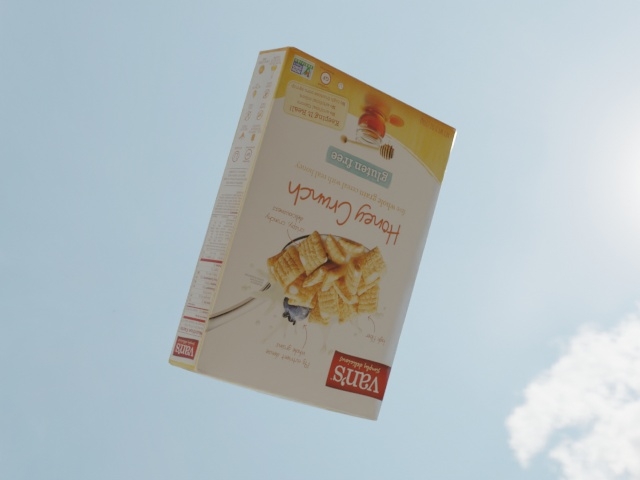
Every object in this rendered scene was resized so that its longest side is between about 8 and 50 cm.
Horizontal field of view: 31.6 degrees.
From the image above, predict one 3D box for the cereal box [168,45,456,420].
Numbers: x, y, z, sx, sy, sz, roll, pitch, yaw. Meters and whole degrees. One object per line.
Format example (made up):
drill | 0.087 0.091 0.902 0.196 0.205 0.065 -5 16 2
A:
cereal box | 0.000 0.000 0.840 0.173 0.047 0.240 20 -99 -36
